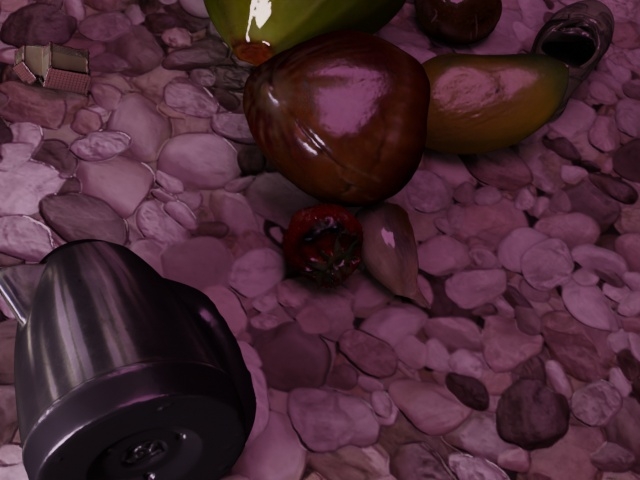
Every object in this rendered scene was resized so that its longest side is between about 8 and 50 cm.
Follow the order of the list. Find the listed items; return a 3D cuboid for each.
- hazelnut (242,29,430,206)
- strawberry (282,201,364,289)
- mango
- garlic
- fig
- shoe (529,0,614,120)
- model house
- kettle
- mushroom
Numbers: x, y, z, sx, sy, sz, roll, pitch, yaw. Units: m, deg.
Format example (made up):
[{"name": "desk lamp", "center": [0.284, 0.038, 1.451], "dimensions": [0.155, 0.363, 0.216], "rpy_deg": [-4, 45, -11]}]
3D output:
[{"name": "hazelnut", "center": [0.010, -0.149, 1.318], "dimensions": [0.229, 0.229, 0.230], "rpy_deg": [8, 52, -11]}, {"name": "strawberry", "center": [0.001, -0.001, 1.290], "dimensions": [0.106, 0.106, 0.106], "rpy_deg": [8, 52, -11]}, {"name": "mango", "center": [0.219, -0.184, 1.473], "dimensions": [0.237, 0.091, 0.137], "rpy_deg": [-2, 83, -3]}, {"name": "garlic", "center": [0.083, 0.007, 1.321], "dimensions": [0.084, 0.066, 0.152], "rpy_deg": [0, 51, -19]}, {"name": "fig", "center": [-0.026, -0.357, 1.433], "dimensions": [0.316, 0.316, 0.316], "rpy_deg": [8, 52, -11]}, {"name": "shoe", "center": [0.370, -0.287, 1.615], "dimensions": [0.103, 0.098, 0.275], "rpy_deg": [31, 50, 3]}, {"name": "model house", "center": [-0.336, -0.213, 1.378], "dimensions": [0.083, 0.057, 0.058], "rpy_deg": [5, 77, -37]}, {"name": "kettle", "center": [-0.190, 0.104, 1.086], "dimensions": [0.250, 0.207, 0.271], "rpy_deg": [-15, 51, -18]}, {"name": "mushroom", "center": [0.206, -0.369, 1.639], "dimensions": [0.135, 0.080, 0.171], "rpy_deg": [15, 53, -18]}]
